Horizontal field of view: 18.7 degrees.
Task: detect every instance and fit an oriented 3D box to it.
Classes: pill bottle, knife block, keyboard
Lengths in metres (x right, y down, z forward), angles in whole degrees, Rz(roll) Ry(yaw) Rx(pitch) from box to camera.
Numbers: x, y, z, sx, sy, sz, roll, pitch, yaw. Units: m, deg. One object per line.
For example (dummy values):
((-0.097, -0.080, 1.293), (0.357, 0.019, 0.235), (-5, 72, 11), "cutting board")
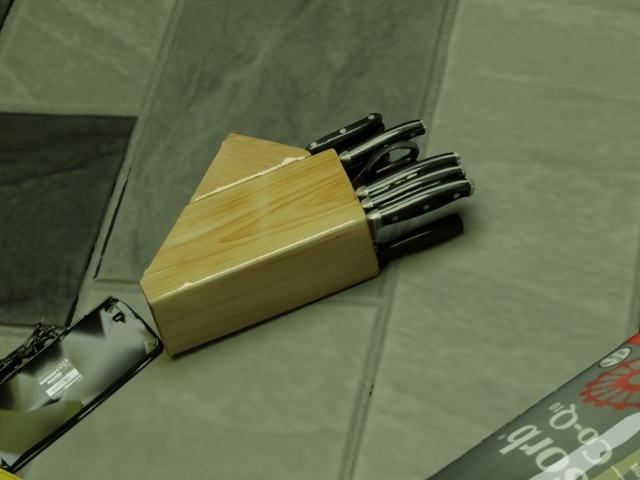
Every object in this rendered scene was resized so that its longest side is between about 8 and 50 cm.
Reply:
((0.178, 0.240, 1.468), (0.363, 0.210, 0.210), (-33, 53, -12), "pill bottle")
((0.000, 0.000, 1.774), (0.242, 0.088, 0.276), (15, 56, 23), "knife block")
((-0.244, 0.126, 1.785), (0.192, 0.038, 0.100), (-38, 77, -18), "keyboard")

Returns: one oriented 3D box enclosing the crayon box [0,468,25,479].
((-0.358, 0.325, 1.618), (0.202, 0.081, 0.318), (22, 60, 27), "crayon box")
